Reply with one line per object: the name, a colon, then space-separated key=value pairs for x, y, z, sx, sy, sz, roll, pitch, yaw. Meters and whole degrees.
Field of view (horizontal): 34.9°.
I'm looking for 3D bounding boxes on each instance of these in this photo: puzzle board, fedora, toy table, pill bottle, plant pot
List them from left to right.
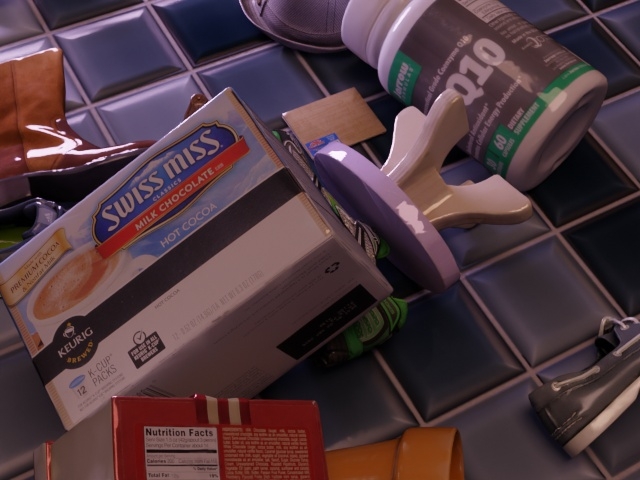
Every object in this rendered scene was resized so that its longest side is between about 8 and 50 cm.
fedora: x=-0.010 y=-0.432 z=1.632 sx=0.244 sy=0.124 sz=0.275 roll=-2 pitch=56 yaw=-8
puzzle board: x=0.020 y=-0.175 z=1.528 sx=0.128 sy=0.011 sz=0.096 roll=-24 pitch=62 yaw=-20
plant pot: x=0.054 y=0.304 z=1.105 sx=0.188 sy=0.205 sz=0.205 roll=-1 pitch=54 yaw=13
toy table: x=0.134 y=-0.070 z=1.342 sx=0.161 sy=0.252 sz=0.274 roll=-36 pitch=63 yaw=-11
pill bottle: x=0.216 y=-0.253 z=1.485 sx=0.361 sy=0.204 sz=0.204 roll=41 pitch=61 yaw=21

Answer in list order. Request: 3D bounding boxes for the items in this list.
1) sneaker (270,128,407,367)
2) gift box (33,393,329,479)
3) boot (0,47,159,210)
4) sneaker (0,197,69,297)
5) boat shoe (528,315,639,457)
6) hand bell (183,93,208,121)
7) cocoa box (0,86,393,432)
sneaker: x=0.000 y=0.000 z=1.350 sx=0.146 sy=0.134 sz=0.343 roll=-14 pitch=67 yaw=-23
gift box: x=-0.149 y=0.308 z=0.982 sx=0.255 sy=0.258 sz=0.276 roll=11 pitch=62 yaw=-29
boot: x=-0.353 y=-0.161 z=1.433 sx=0.264 sy=0.096 sz=0.280 roll=-21 pitch=54 yaw=3
sneaker: x=-0.321 y=0.006 z=1.298 sx=0.300 sy=0.121 sz=0.111 roll=-5 pitch=58 yaw=-7
boat shoe: x=0.391 y=0.137 z=1.290 sx=0.319 sy=0.116 sz=0.099 roll=-39 pitch=71 yaw=-22
hand bell: x=-0.154 y=-0.100 z=1.317 sx=0.126 sy=0.242 sz=0.126 roll=3 pitch=55 yaw=-5
cocoa box: x=-0.141 y=0.047 z=1.152 sx=0.347 sy=0.231 sz=0.228 roll=-37 pitch=63 yaw=4
